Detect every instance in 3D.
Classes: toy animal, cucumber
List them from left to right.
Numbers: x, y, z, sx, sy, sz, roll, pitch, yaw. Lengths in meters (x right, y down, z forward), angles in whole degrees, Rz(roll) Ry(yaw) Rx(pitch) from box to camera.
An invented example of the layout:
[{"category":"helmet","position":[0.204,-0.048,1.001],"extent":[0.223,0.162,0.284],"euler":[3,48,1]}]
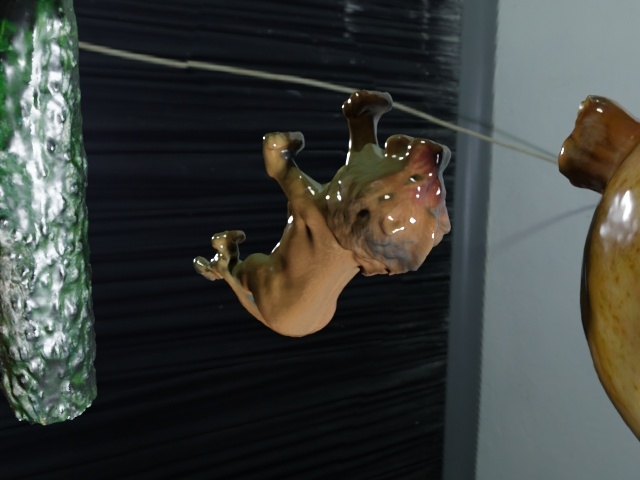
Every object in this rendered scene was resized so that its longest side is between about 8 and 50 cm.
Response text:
[{"category":"cucumber","position":[-0.168,-0.017,0.446],"extent":[0.067,0.067,0.294],"euler":[42,134,44]},{"category":"toy animal","position":[0.000,0.000,0.602],"extent":[0.312,0.097,0.158],"euler":[-52,48,46]}]

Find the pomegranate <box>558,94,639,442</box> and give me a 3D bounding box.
[{"category":"pomegranate","position":[0.240,0.010,0.378],"extent":[0.270,0.252,0.229],"euler":[35,139,15]}]
